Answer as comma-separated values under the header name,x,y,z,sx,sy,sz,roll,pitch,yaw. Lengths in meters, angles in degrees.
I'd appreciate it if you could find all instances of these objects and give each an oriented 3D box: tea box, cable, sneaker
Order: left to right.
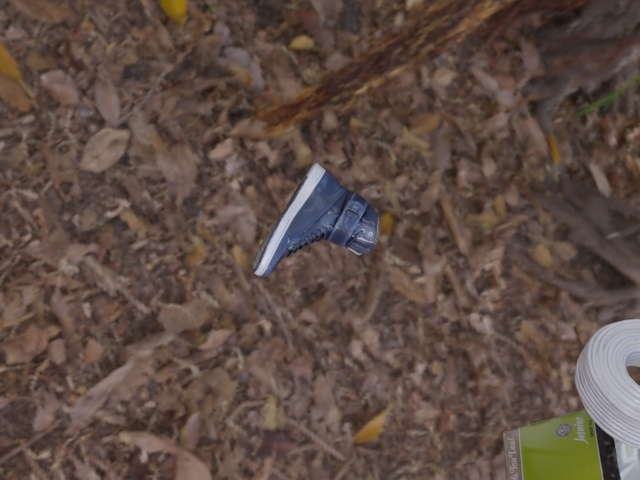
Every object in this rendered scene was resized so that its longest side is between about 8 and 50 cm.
name,x,y,z,sx,sy,sz,roll,pitch,yaw
sneaker,0.001,-0.001,1.703,0.163,0.086,0.226,36,66,-6
tea box,0.572,0.547,2.143,0.220,0.324,0.329,56,26,-35
cable,0.603,0.262,1.898,0.257,0.089,0.257,4,46,-8
